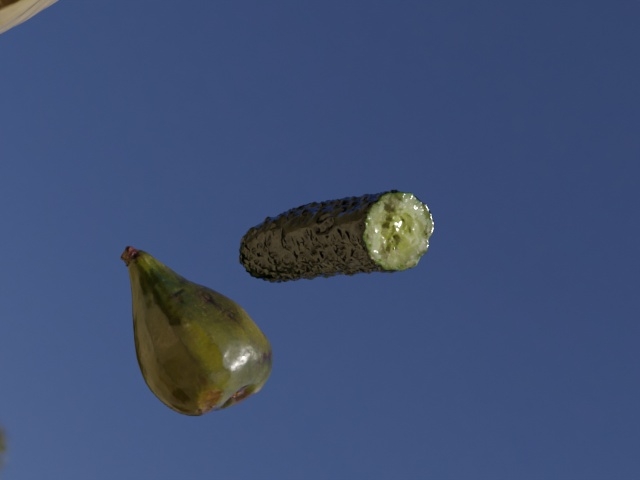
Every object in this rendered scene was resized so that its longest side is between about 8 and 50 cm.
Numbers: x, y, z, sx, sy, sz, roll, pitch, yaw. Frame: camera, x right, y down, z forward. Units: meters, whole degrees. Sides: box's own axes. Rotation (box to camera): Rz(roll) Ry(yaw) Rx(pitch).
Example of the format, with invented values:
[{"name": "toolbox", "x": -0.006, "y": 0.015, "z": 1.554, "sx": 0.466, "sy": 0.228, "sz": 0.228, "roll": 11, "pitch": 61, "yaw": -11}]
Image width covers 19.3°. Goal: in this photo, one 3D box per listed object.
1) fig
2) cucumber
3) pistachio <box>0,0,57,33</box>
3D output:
[{"name": "fig", "x": -0.140, "y": 0.098, "z": 1.915, "sx": 0.185, "sy": 0.133, "sz": 0.127, "roll": 39, "pitch": -42, "yaw": 28}, {"name": "cucumber", "x": 0.001, "y": -0.002, "z": 1.646, "sx": 0.072, "sy": 0.072, "sz": 0.300, "roll": 53, "pitch": -23, "yaw": -15}, {"name": "pistachio", "x": -0.316, "y": -0.241, "z": 1.637, "sx": 0.153, "sy": 0.238, "sz": 0.138, "roll": 33, "pitch": -36, "yaw": 49}]
